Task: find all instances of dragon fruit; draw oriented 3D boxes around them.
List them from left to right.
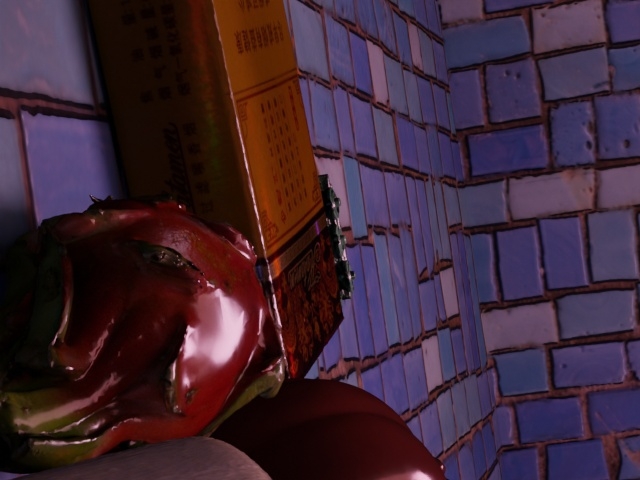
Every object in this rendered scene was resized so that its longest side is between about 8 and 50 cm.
[{"bbox_3d":[-0.147,0.052,0.942,0.269,0.198,0.200,-6,50,-51],"label":"dragon fruit"}]

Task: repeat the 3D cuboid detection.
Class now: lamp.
[{"bbox_3d":[-0.008,0.258,1.132,0.303,0.257,0.303,25,-62,61],"label":"lamp"}]

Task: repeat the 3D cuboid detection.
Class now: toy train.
[{"bbox_3d":[0.000,0.000,1.749,0.111,0.071,0.170,-71,150,-81],"label":"toy train"}]

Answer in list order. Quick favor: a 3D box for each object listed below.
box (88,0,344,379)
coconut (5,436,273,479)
[{"bbox_3d":[-0.087,-0.076,1.325,0.264,0.116,0.415,-51,131,-74],"label":"box"},{"bbox_3d":[-0.092,0.229,0.781,0.266,0.237,0.237,-12,95,-33],"label":"coconut"}]
